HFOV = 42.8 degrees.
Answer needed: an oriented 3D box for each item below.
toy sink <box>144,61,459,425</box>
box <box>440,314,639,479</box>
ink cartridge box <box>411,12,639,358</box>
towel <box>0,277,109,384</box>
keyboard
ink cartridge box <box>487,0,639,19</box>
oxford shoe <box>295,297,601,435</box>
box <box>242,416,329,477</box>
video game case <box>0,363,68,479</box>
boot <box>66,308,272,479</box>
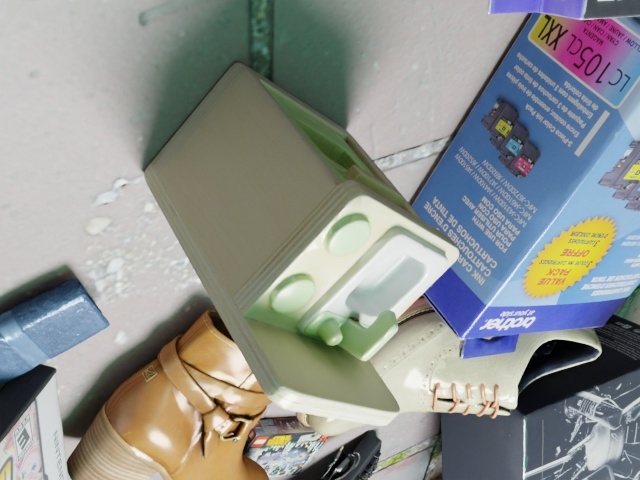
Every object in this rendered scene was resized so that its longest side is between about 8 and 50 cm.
[{"bbox_3d":[0.000,0.000,0.607,0.131,0.234,0.153,-46,142,16],"label":"toy sink"},{"bbox_3d":[0.352,0.317,1.189,0.312,0.179,0.343,-14,111,-25],"label":"box"},{"bbox_3d":[0.256,-0.044,0.843,0.270,0.151,0.395,1,133,-40],"label":"ink cartridge box"},{"bbox_3d":[-0.241,0.076,0.674,0.119,0.029,0.067,-28,144,-9],"label":"towel"},{"bbox_3d":[-0.011,0.394,1.117,0.317,0.033,0.201,-48,153,-28],"label":"keyboard"},{"bbox_3d":[0.221,-0.267,0.585,0.208,0.045,0.206,-12,116,-28],"label":"ink cartridge box"},{"bbox_3d":[0.164,0.152,0.987,0.397,0.146,0.140,-23,144,-16],"label":"oxford shoe"},{"bbox_3d":[-0.059,0.265,1.041,0.137,0.027,0.094,9,125,-44],"label":"box"},{"bbox_3d":[-0.282,0.278,0.661,0.035,0.275,0.248,10,121,9],"label":"video game case"},{"bbox_3d":[-0.098,0.190,0.867,0.220,0.109,0.283,-48,131,9],"label":"boot"}]
